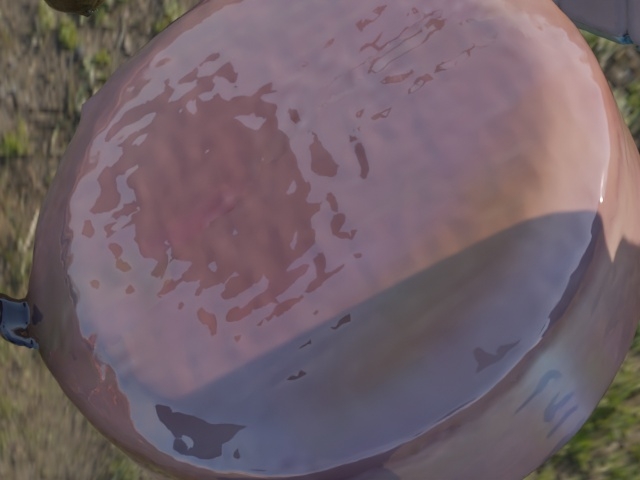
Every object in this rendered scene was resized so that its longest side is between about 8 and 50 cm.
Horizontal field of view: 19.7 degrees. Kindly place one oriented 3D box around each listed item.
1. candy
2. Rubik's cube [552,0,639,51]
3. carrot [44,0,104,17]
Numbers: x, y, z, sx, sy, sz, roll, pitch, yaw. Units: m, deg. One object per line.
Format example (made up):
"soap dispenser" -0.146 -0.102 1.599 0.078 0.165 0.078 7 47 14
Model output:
"candy" 0.000 0.000 0.727 0.255 0.094 0.255 -12 57 19
"Rubik's cube" 0.293 -0.316 1.579 0.225 0.221 0.231 25 50 34
"carrot" -0.170 -0.242 1.238 0.060 0.060 0.186 -6 120 -10
